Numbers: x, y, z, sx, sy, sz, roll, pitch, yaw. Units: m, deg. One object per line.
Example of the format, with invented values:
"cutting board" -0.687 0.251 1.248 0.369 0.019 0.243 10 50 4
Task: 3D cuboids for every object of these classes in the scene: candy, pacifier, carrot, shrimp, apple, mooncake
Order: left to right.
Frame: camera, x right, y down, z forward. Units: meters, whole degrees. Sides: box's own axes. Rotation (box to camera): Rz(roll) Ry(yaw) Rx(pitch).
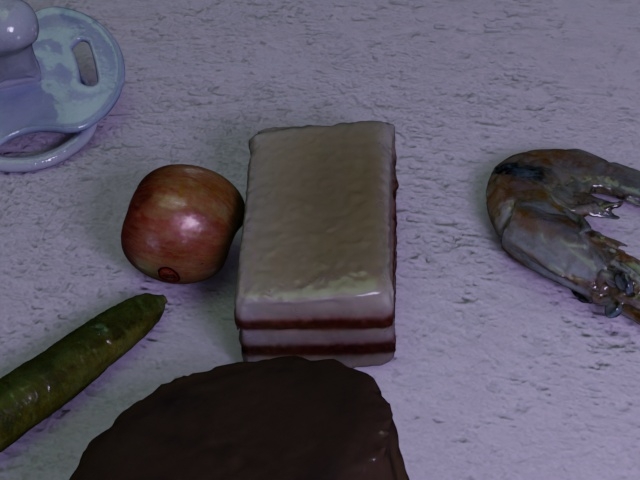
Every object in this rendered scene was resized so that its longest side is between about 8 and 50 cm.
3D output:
"pacifier" -0.400 -0.224 2.169 0.287 0.225 0.238 -11 61 -6
"carrot" -0.303 0.156 1.847 0.074 0.074 0.358 31 50 33
"apple" -0.161 -0.019 1.972 0.131 0.146 0.146 18 45 4
"mooncake" -0.066 0.262 1.585 0.324 0.187 0.324 -12 30 7
"candy" 0.000 0.000 1.943 0.180 0.135 0.320 -2 41 5
"shrimp" 0.338 -0.011 1.975 0.247 0.085 0.360 -12 38 -19
